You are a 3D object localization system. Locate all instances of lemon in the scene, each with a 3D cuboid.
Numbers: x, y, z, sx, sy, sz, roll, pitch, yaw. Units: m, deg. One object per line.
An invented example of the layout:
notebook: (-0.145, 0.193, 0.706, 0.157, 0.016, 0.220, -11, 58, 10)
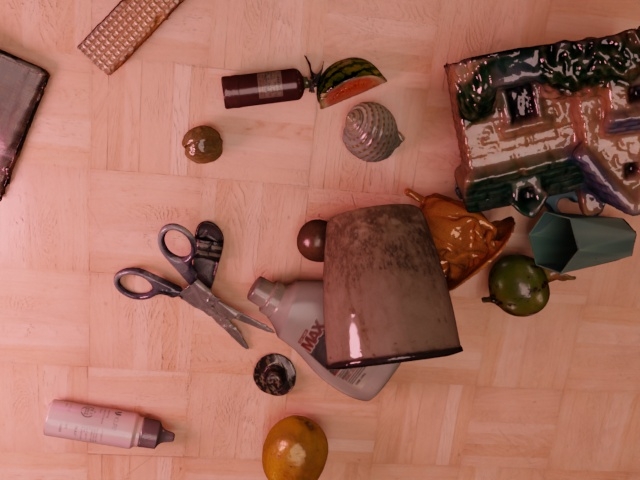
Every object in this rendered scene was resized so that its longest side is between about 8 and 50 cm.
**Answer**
lemon: (-0.065, 0.543, 1.765, 0.169, 0.170, 0.208, 13, 110, -10)

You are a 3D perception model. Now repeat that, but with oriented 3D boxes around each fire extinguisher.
fire extinguisher: (-0.102, -0.350, 1.527, 0.230, 0.071, 0.099, -10, 81, -4)

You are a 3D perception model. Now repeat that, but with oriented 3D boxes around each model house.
model house: (0.504, -0.215, 1.448, 0.444, 0.395, 0.400, -9, 104, 6)

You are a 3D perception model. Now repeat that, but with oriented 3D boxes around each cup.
cup: (0.630, -0.004, 1.649, 0.235, 0.134, 0.148, -4, 139, -30)

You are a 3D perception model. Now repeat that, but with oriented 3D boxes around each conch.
conch: (0.115, -0.236, 1.569, 0.153, 0.102, 0.135, 36, 116, -16)

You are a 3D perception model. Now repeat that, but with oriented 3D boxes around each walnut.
walnut: (-0.261, -0.213, 1.545, 0.092, 0.092, 0.092, -2, 108, -5)

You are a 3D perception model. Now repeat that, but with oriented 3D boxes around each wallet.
wallet: (-0.718, -0.254, 1.503, 0.168, 0.044, 0.317, 23, 106, -16)

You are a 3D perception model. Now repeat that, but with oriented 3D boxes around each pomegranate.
pomegranate: (0.506, 0.099, 1.705, 0.220, 0.156, 0.156, -22, 112, -32)

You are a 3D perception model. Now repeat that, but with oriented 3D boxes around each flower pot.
flower pot: (0.134, 0.103, 1.513, 0.293, 0.293, 0.331, -9, 80, -3)

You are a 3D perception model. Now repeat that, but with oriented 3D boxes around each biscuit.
biscuit: (-0.342, -0.507, 1.453, 0.378, 0.054, 0.094, -44, 108, 8)

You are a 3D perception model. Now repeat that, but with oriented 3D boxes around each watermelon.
watermelon: (0.061, -0.354, 1.537, 0.163, 0.069, 0.087, -23, 108, 4)

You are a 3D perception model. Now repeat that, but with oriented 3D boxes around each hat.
hat: (0.282, -0.040, 1.604, 0.233, 0.244, 0.233, 41, 92, -2)
hat: (-0.117, 0.346, 1.754, 0.121, 0.050, 0.121, -1, 106, -4)

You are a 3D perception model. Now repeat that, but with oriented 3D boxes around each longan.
longan: (0.000, 0.000, 1.632, 0.113, 0.092, 0.114, -2, 113, -5)

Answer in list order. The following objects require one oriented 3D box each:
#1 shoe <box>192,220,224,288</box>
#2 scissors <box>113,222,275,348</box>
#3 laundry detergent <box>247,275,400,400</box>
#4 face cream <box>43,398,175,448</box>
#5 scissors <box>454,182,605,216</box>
shoe: (-0.270, 0.046, 1.642, 0.071, 0.049, 0.179, 9, 106, -10)
scissors: (-0.278, 0.135, 1.660, 0.383, 0.029, 0.256, 38, 117, -19)
laundry detergent: (0.016, 0.197, 1.686, 0.397, 0.125, 0.264, 32, 103, -12)
face cream: (-0.518, 0.465, 1.729, 0.311, 0.092, 0.092, 13, 106, -9)
scissors: (0.512, -0.124, 1.677, 0.392, 0.032, 0.180, -2, 108, -6)
